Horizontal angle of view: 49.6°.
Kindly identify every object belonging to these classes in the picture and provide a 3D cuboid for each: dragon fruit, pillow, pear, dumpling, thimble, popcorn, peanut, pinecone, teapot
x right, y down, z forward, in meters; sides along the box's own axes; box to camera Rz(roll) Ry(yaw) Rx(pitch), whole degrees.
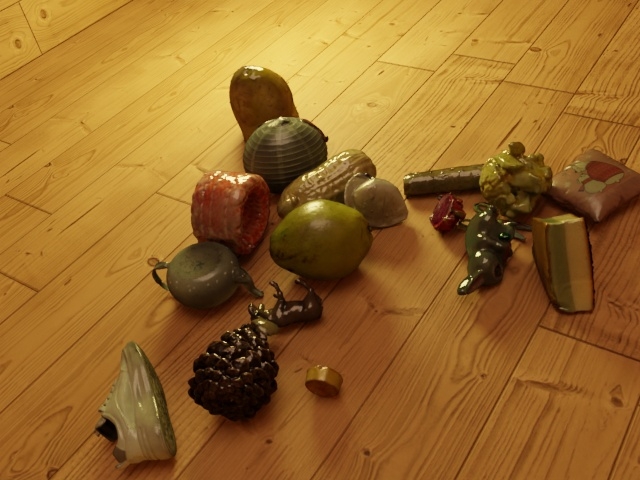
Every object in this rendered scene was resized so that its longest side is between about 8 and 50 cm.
[{"bbox_3d":[0.350,-0.068,1.871,0.112,0.068,0.126,-63,15,0],"label":"dragon fruit"},{"bbox_3d":[0.741,-0.147,1.868,0.236,0.084,0.223,-31,43,-13],"label":"pillow"},{"bbox_3d":[0.000,0.000,1.778,0.269,0.212,0.212,-13,41,5],"label":"pear"},{"bbox_3d":[0.148,-0.103,1.919,0.150,0.176,0.092,-50,32,6],"label":"dumpling"},{"bbox_3d":[-0.242,-0.080,1.898,0.162,0.239,0.239,9,45,17],"label":"thimble"},{"bbox_3d":[0.519,-0.163,1.846,0.187,0.185,0.167,-43,12,16],"label":"popcorn"},{"bbox_3d":[0.015,-0.145,1.979,0.313,0.152,0.152,-34,46,-14],"label":"peanut"},{"bbox_3d":[-0.186,0.287,1.517,0.184,0.179,0.204,27,32,-21],"label":"pinecone"},{"bbox_3d":[-0.300,0.096,1.797,0.294,0.129,0.193,0,43,16],"label":"teapot"}]

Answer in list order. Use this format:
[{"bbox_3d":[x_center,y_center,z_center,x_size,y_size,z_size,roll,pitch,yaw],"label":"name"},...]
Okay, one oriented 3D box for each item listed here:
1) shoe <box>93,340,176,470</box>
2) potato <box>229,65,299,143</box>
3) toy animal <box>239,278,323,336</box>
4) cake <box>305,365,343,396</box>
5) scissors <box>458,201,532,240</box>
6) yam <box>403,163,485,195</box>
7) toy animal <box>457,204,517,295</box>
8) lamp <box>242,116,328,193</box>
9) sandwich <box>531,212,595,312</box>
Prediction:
[{"bbox_3d":[-0.427,0.372,1.527,0.159,0.124,0.316,-27,44,-8],"label":"shoe"},{"bbox_3d":[-0.197,-0.465,2.296,0.229,0.266,0.229,-6,46,6],"label":"potato"},{"bbox_3d":[-0.099,0.178,1.683,0.214,0.094,0.186,-6,44,2],"label":"toy animal"},{"bbox_3d":[0.007,0.309,1.524,0.084,0.084,0.044,5,50,18],"label":"cake"},{"bbox_3d":[0.478,-0.047,1.863,0.187,0.020,0.133,22,46,32],"label":"scissors"},{"bbox_3d":[0.422,-0.177,1.980,0.371,0.083,0.083,-6,42,6],"label":"yam"},{"bbox_3d":[0.408,0.047,1.724,0.125,0.127,0.251,17,62,12],"label":"toy animal"},{"bbox_3d":[-0.101,-0.260,2.070,0.265,0.233,0.233,-6,42,-2],"label":"lamp"},{"bbox_3d":[0.584,0.051,1.674,0.108,0.220,0.186,-8,5,7],"label":"sandwich"}]
